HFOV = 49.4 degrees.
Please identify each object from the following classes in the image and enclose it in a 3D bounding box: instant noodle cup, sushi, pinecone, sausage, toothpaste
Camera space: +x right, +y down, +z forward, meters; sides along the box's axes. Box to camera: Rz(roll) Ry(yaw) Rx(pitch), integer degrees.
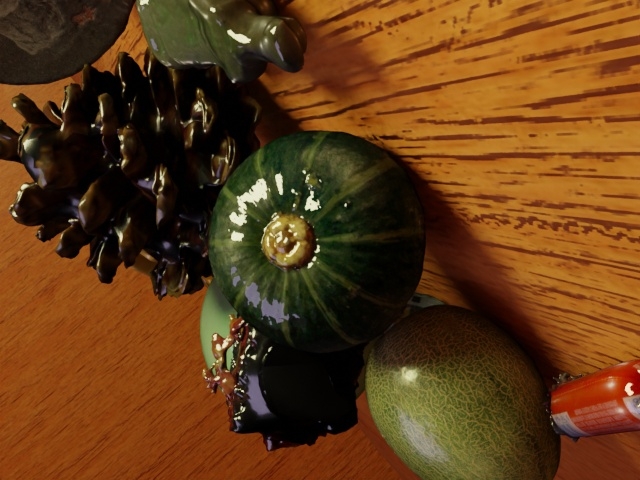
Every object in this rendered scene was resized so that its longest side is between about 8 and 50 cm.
[{"bbox_3d":[-0.307,-0.285,0.667,0.207,0.217,0.217,46,170,47],"label":"instant noodle cup"},{"bbox_3d":[-0.025,0.106,0.635,0.153,0.172,0.150,28,-179,-11],"label":"sushi"},{"bbox_3d":[-0.174,-0.061,0.683,0.243,0.257,0.243,171,90,-90],"label":"pinecone"},{"bbox_3d":[0.187,0.099,0.442,0.048,0.050,0.145,20,162,7],"label":"sausage"},{"bbox_3d":[0.098,0.099,0.778,0.067,0.037,0.255,15,160,9],"label":"toothpaste"}]

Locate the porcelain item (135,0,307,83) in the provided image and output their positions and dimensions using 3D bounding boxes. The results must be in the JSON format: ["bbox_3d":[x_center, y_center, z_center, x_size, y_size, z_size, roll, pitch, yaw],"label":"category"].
[{"bbox_3d":[-0.069,-0.156,0.502,0.215,0.069,0.081,33,144,56],"label":"porcelain item"}]

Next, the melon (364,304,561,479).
[{"bbox_3d":[0.112,0.129,0.576,0.192,0.139,0.139,52,170,13],"label":"melon"}]

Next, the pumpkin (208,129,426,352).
[{"bbox_3d":[-0.001,0.001,0.525,0.167,0.167,0.125,43,-168,28],"label":"pumpkin"}]

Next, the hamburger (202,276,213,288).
[{"bbox_3d":[-0.207,-0.006,1.337,0.261,0.138,0.243,38,162,44],"label":"hamburger"}]

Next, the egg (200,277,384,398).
[{"bbox_3d":[-0.034,0.105,0.836,0.220,0.220,0.270,44,162,26],"label":"egg"}]

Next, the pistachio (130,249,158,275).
[{"bbox_3d":[-0.207,-0.063,1.000,0.230,0.230,0.309,43,163,29],"label":"pistachio"}]
